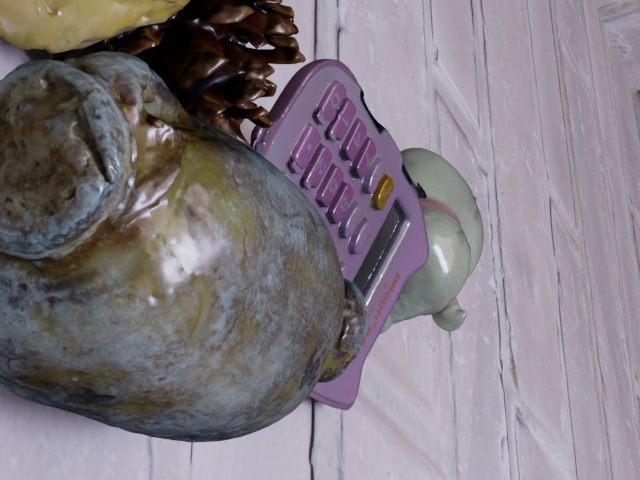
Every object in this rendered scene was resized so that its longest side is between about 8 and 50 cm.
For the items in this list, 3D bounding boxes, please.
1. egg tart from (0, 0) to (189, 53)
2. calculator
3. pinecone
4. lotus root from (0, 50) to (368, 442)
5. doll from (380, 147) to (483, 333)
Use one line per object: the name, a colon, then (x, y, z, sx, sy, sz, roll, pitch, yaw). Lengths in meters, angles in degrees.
egg tart: (-0.191, -0.270, 0.529, 0.443, 0.178, 0.443, 48, 32, -44)
calculator: (-0.001, -0.001, 0.917, 0.194, 0.043, 0.294, -61, 151, -17)
pinecone: (-0.083, -0.124, 0.753, 0.173, 0.174, 0.173, -14, 90, -69)
lotus root: (-0.079, 0.022, 0.665, 0.349, 0.175, 0.175, 40, 41, -62)
doll: (0.094, -0.003, 1.174, 0.155, 0.113, 0.275, 68, 24, -12)
